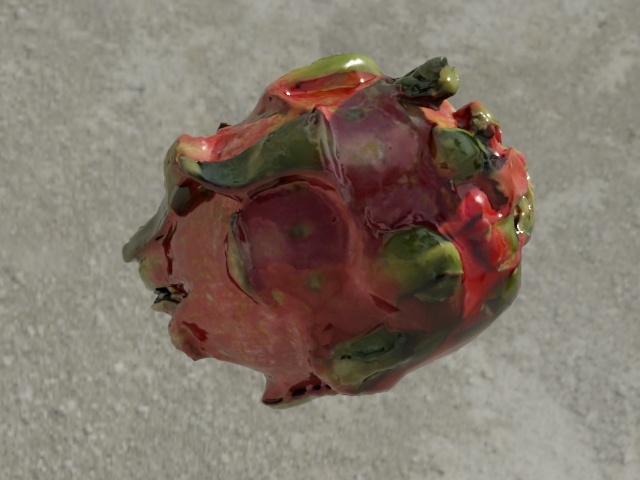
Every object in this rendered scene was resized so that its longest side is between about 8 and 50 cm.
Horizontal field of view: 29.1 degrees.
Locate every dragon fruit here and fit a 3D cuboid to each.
[{"bbox_3d":[0.005,-0.003,0.887,0.231,0.302,0.237,60,26,-8],"label":"dragon fruit"}]
